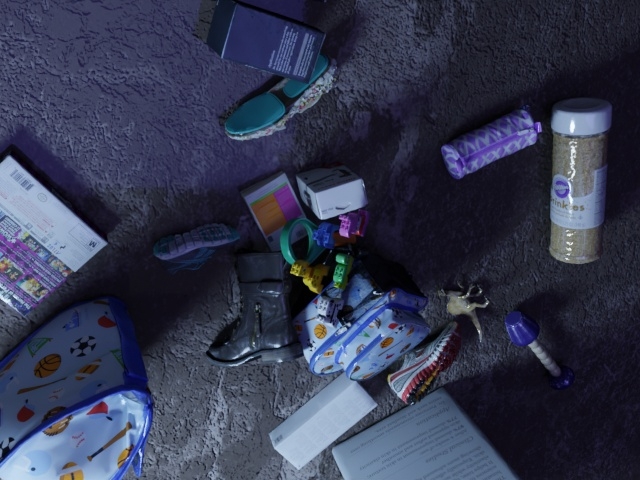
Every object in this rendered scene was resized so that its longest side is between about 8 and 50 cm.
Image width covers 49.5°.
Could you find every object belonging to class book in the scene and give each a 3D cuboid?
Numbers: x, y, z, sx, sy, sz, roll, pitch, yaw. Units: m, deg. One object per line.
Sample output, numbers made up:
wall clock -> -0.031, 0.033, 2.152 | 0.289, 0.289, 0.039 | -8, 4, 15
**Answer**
book -> -0.085, -0.054, 1.380 | 0.096, 0.035, 0.144 | -30, 119, -9

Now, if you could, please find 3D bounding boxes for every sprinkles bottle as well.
sprinkles bottle -> 0.569, -0.129, 1.529 | 0.121, 0.121, 0.356 | -15, 116, -13

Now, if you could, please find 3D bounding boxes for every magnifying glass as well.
magnifying glass -> 0.000, 0.000, 1.366 | 0.231, 0.026, 0.092 | -4, 91, -56

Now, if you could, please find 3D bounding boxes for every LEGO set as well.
LEGO set -> 0.003, 0.041, 1.282 | 0.093, 0.087, 0.227 | 14, 92, -54

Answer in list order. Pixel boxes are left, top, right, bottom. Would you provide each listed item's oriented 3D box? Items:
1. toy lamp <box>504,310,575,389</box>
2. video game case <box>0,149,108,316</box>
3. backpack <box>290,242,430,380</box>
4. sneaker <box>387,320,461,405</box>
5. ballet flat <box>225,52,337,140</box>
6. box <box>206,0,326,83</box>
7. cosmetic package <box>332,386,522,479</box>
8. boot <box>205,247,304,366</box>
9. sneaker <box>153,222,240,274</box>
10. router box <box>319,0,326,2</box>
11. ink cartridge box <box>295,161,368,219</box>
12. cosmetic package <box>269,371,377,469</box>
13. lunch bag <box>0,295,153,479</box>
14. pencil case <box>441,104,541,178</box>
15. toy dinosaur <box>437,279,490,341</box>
toy lamp -> 0.540, 0.270, 1.715 | 0.080, 0.080, 0.275 | -43, 118, 2
video game case -> -0.537, -0.008, 1.232 | 0.210, 0.042, 0.232 | -42, 119, 1
backpack -> 0.076, 0.168, 1.416 | 0.263, 0.213, 0.276 | -37, 150, 17
sneaker -> 0.242, 0.267, 1.605 | 0.225, 0.092, 0.088 | -44, 139, -17
ballet flat -> -0.063, -0.249, 1.280 | 0.241, 0.091, 0.077 | -35, 149, 2
box -> -0.097, -0.343, 1.180 | 0.158, 0.156, 0.093 | 12, 109, -23
cosmetic package -> 0.276, 0.628, 1.595 | 0.329, 0.394, 0.328 | -26, 118, -6
boot -> -0.140, 0.129, 1.390 | 0.091, 0.262, 0.229 | -11, 90, -56
sneaker -> -0.237, 0.019, 1.350 | 0.166, 0.065, 0.076 | -14, 132, -10
router box -> -0.010, -0.458, 1.180 | 0.038, 0.122, 0.092 | 10, 108, -18
ink cartridge box -> 0.020, -0.099, 1.337 | 0.099, 0.135, 0.056 | -18, 115, -12
cosmetic package -> 0.006, 0.410, 1.595 | 0.239, 0.060, 0.099 | -39, 117, 0
lunch bag -> -0.458, 0.315, 1.237 | 0.385, 0.328, 0.239 | -48, 123, 3
pencil case -> 0.354, -0.200, 1.441 | 0.206, 0.088, 0.086 | -27, 117, -6
toy dinosaur -> 0.344, 0.148, 1.619 | 0.092, 0.053, 0.183 | -39, 113, 17
